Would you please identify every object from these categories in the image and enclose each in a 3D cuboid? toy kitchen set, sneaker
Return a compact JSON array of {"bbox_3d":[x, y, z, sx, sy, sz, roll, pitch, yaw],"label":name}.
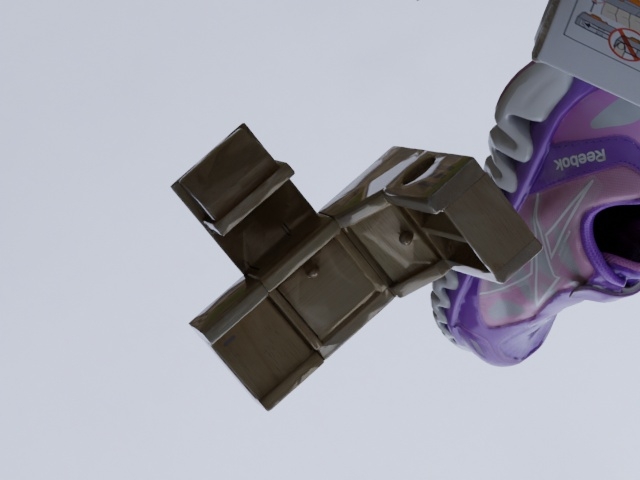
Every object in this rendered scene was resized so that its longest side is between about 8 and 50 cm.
[{"bbox_3d":[0.000,0.000,0.516,0.083,0.068,0.075,-42,-166,-9],"label":"toy kitchen set"},{"bbox_3d":[0.133,0.002,0.972,0.104,0.236,0.095,41,-125,22],"label":"sneaker"}]

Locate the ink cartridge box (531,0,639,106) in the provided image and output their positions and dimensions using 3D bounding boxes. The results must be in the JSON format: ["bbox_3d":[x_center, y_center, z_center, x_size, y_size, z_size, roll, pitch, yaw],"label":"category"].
[{"bbox_3d":[0.294,-0.141,0.822,0.309,0.130,0.272,26,-128,8],"label":"ink cartridge box"}]
